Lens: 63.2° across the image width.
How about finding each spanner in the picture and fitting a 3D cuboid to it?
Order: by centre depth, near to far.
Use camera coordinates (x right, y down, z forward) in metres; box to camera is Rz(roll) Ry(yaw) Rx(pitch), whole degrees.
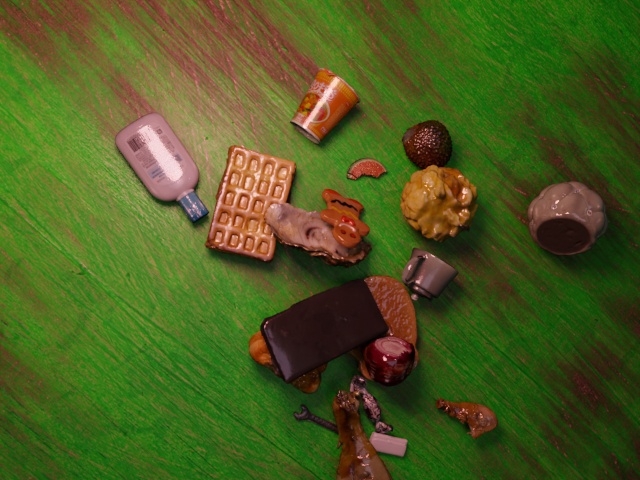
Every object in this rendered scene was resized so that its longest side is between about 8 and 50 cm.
[{"bbox_3d":[0.031,0.590,1.654,0.254,0.015,0.054,27,84,-10],"label":"spanner"}]

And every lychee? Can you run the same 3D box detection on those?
[{"bbox_3d":[0.351,-0.303,1.673,0.171,0.171,0.171,0,89,-11],"label":"lychee"}]

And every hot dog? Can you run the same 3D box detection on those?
[{"bbox_3d":[-0.083,0.338,1.577,0.256,0.150,0.153,36,93,-8],"label":"hot dog"}]

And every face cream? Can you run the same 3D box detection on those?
[{"bbox_3d":[-0.450,-0.205,1.544,0.163,0.080,0.337,-36,96,-11],"label":"face cream"}]

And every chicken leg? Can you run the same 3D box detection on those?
[{"bbox_3d":[0.122,0.656,1.602,0.201,0.152,0.430,-15,91,-17],"label":"chicken leg"},{"bbox_3d":[0.478,0.580,1.715,0.207,0.085,0.101,18,97,-2],"label":"chicken leg"}]

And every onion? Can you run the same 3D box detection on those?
[{"bbox_3d":[0.186,0.363,1.578,0.198,0.173,0.136,12,101,32],"label":"onion"}]

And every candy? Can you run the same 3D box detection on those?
[{"bbox_3d":[0.159,0.523,1.649,0.051,0.094,0.227,-33,101,-28],"label":"candy"}]

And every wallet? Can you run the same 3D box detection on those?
[{"bbox_3d":[0.012,0.252,1.521,0.377,0.051,0.197,-22,80,-26],"label":"wallet"},{"bbox_3d":[0.217,0.659,1.680,0.122,0.025,0.061,16,97,-10],"label":"wallet"}]

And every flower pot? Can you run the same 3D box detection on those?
[{"bbox_3d":[0.811,-0.075,1.715,0.246,0.246,0.195,41,50,-8],"label":"flower pot"}]

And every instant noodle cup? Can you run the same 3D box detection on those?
[{"bbox_3d":[0.005,-0.407,1.609,0.168,0.168,0.185,36,90,-8],"label":"instant noodle cup"}]

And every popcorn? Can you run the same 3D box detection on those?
[{"bbox_3d":[0.373,-0.112,1.626,0.249,0.225,0.249,-6,125,-8],"label":"popcorn"}]

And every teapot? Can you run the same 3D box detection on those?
[{"bbox_3d":[0.324,0.121,1.647,0.149,0.162,0.239,-58,142,-2],"label":"teapot"}]

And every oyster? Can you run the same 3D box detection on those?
[{"bbox_3d":[0.015,0.019,1.540,0.395,0.204,0.111,19,122,-25],"label":"oyster"}]

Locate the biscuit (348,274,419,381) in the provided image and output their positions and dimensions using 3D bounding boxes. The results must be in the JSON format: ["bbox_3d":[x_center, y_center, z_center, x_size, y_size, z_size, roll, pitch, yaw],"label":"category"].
[{"bbox_3d":[0.172,0.287,1.668,0.287,0.057,0.344,-10,91,-11],"label":"biscuit"}]

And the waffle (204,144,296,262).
[{"bbox_3d":[-0.209,-0.108,1.585,0.224,0.098,0.328,15,84,-12],"label":"waffle"}]

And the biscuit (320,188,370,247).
[{"bbox_3d":[0.078,-0.068,1.580,0.165,0.250,0.036,21,125,-15],"label":"biscuit"}]

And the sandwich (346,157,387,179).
[{"bbox_3d":[0.149,-0.235,1.690,0.135,0.029,0.068,-5,95,-12],"label":"sandwich"}]
